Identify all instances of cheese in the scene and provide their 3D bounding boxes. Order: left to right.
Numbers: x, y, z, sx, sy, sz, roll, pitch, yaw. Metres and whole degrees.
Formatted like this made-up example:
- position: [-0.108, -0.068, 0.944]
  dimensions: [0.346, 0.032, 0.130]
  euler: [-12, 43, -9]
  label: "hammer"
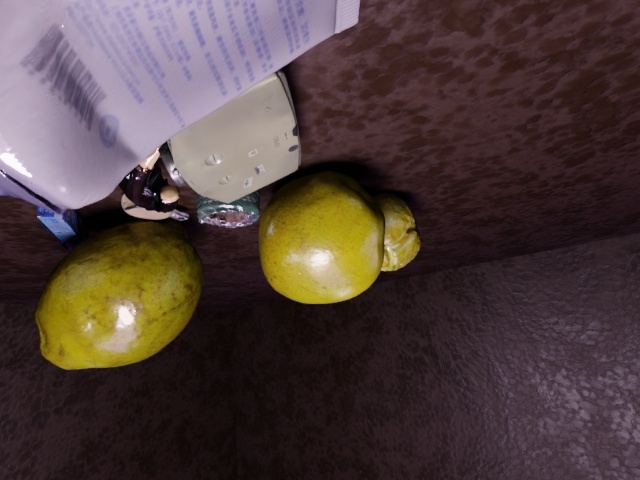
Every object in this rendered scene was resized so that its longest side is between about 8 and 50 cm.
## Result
- position: [-0.368, -0.076, 0.956]
  dimensions: [0.092, 0.048, 0.171]
  euler: [-15, 162, 40]
  label: "cheese"

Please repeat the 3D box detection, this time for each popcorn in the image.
- position: [0.167, -0.020, 1.082]
  dimensions: [0.183, 0.204, 0.221]
  euler: [-15, 150, 33]
  label: "popcorn"

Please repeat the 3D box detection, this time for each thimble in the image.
- position: [-0.199, -0.086, 0.900]
  dimensions: [0.135, 0.090, 0.118]
  euler: [2, 161, -17]
  label: "thimble"

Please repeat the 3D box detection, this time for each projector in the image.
- position: [-0.133, -0.150, 0.602]
  dimensions: [0.193, 0.088, 0.269]
  euler: [-27, 166, -5]
  label: "projector"

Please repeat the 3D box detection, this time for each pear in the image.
- position: [-0.468, 0.126, 1.008]
  dimensions: [0.413, 0.352, 0.352]
  euler: [-44, 172, -14]
  label: "pear"
- position: [0.000, 0.000, 0.903]
  dimensions: [0.294, 0.295, 0.294]
  euler: [-5, 165, -1]
  label: "pear"

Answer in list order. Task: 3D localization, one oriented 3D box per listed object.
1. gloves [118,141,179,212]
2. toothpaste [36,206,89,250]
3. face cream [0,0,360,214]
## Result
- position: [-0.284, -0.118, 0.679]
  dimensions: [0.106, 0.129, 0.181]
  euler: [2, 163, -16]
  label: "gloves"
- position: [-0.598, -0.038, 0.979]
  dimensions: [0.053, 0.066, 0.272]
  euler: [0, 164, -18]
  label: "toothpaste"
- position: [-0.115, -0.169, 0.343]
  dimensions: [0.420, 0.137, 0.235]
  euler: [-35, 168, -11]
  label: "face cream"
